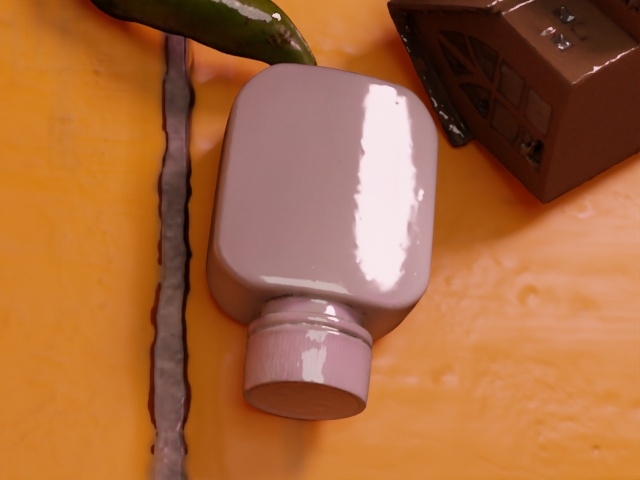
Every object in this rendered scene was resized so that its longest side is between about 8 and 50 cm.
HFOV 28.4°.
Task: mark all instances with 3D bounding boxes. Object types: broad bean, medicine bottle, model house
[{"bbox_3d":[-0.083,-0.140,0.727,0.195,0.061,0.046,30,61,0],"label":"broad bean"},{"bbox_3d":[0.000,0.000,0.681,0.119,0.069,0.183,10,63,-10],"label":"medicine bottle"},{"bbox_3d":[0.124,-0.180,0.756,0.181,0.176,0.248,-29,60,-22],"label":"model house"}]
